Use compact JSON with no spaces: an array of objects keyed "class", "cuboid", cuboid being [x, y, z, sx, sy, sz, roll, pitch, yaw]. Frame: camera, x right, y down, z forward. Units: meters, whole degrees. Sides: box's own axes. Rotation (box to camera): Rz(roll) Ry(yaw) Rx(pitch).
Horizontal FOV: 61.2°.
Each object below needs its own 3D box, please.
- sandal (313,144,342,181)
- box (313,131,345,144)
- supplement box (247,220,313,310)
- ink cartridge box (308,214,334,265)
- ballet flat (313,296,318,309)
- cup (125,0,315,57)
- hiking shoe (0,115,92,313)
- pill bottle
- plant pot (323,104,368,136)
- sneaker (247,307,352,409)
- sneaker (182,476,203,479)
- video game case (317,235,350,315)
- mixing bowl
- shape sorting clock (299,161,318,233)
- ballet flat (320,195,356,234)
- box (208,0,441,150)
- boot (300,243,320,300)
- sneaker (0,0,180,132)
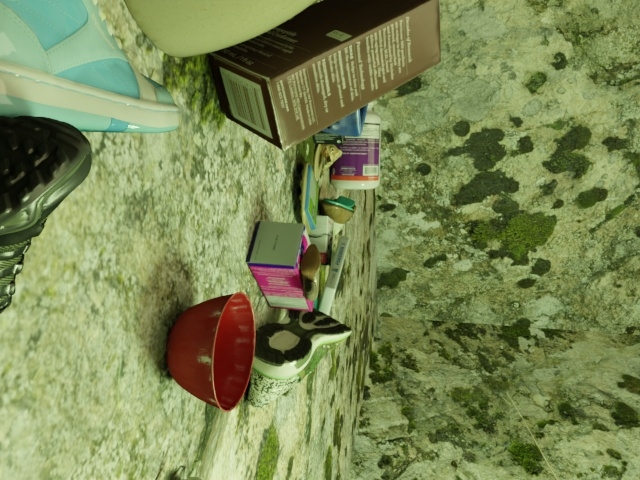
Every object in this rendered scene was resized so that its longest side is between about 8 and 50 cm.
[{"class":"sandal","cuboid":[0.033,-0.299,1.763,0.088,0.079,0.240,73,23,-57]},{"class":"box","cuboid":[0.032,-0.457,1.676,0.184,0.103,0.262,77,20,-60]},{"class":"supplement box","cuboid":[-0.079,0.064,1.244,0.220,0.113,0.111,76,21,-57]},{"class":"ink cartridge box","cuboid":[0.000,0.000,1.708,0.109,0.063,0.151,27,66,-77]},{"class":"ballet flat","cuboid":[-0.054,0.240,1.474,0.077,0.077,0.231,68,26,-69]},{"class":"cup","cuboid":[-0.104,-0.427,0.735,0.331,0.236,0.332,2,90,-77]},{"class":"hiking shoe","cuboid":[-0.254,0.005,0.386,0.227,0.086,0.114,-46,168,-18]},{"class":"pill bottle","cuboid":[0.128,-0.350,1.957,0.181,0.181,0.323,-35,126,-75]},{"class":"plant pot","cuboid":[0.001,-0.406,1.284,0.236,0.211,0.236,80,17,-46]},{"class":"sneaker","cuboid":[-0.064,0.277,1.305,0.410,0.158,0.182,-11,126,-61]},{"class":"sneaker","cuboid":[-0.212,0.465,0.794,0.229,0.087,0.092,-81,161,-58]},{"class":"video game case","cuboid":[0.017,0.192,1.676,0.300,0.036,0.329,-70,175,-59]},{"class":"mixing bowl","cuboid":[-0.176,0.168,0.844,0.181,0.098,0.182,3,90,-77]},{"class":"shape sorting clock","cuboid":[-0.038,-0.121,1.559,0.206,0.040,0.207,-1,90,-80]},{"class":"ballet flat","cuboid":[0.055,-0.086,1.904,0.342,0.116,0.124,-40,151,-79]},{"class":"box","cuboid":[0.019,-0.326,0.965,0.381,0.191,0.143,-33,135,-24]},{"class":"boot","cuboid":[-0.019,0.073,1.182,0.087,0.042,0.119,60,37,-78]},{"class":"sneaker","cuboid":[-0.224,-0.204,0.489,0.319,0.126,0.209,-33,126,-76]}]
